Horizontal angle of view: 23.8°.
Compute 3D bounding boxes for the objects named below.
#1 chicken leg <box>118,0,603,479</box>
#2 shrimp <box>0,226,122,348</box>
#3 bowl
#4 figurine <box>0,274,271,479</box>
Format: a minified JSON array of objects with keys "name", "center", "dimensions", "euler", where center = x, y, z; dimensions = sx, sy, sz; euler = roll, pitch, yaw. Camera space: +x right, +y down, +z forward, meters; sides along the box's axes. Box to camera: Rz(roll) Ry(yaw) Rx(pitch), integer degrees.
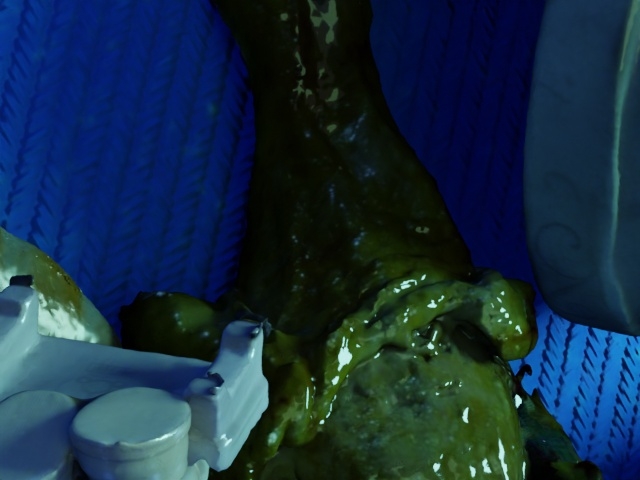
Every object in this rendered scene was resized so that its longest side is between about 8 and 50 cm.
[{"name":"chicken leg","center":[-0.009,0.013,0.788],"dimensions":[0.211,0.140,0.361],"euler":[-19,73,-9]},{"name":"shrimp","center":[-0.180,0.103,0.734],"dimensions":[0.185,0.068,0.287],"euler":[-1,98,-23]},{"name":"bowl","center":[0.232,-0.086,0.803],"dimensions":[0.307,0.163,0.307],"euler":[-37,136,-47]},{"name":"figurine","center":[-0.088,0.154,0.673],"dimensions":[0.182,0.144,0.256],"euler":[-3,119,-3]}]
